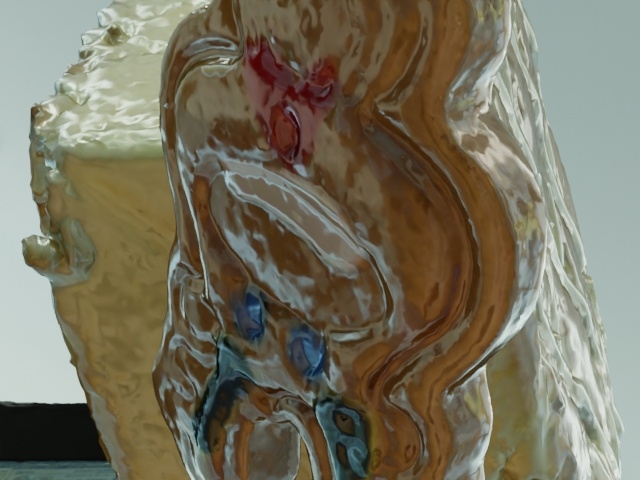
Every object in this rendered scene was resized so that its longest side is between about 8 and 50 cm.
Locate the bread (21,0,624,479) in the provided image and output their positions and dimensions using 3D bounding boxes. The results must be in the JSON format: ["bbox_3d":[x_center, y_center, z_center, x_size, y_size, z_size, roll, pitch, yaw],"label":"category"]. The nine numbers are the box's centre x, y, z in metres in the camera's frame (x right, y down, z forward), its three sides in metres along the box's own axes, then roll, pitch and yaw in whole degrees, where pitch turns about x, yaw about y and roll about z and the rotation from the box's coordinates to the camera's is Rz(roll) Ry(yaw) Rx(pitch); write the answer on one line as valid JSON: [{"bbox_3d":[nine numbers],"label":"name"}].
[{"bbox_3d":[0.022,0.016,1.001,0.279,0.371,0.390,-12,-63,14],"label":"bread"}]

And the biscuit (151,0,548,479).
[{"bbox_3d":[0.000,0.000,0.633,0.202,0.047,0.333,34,-51,38],"label":"biscuit"}]

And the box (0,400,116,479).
[{"bbox_3d":[-0.300,0.186,1.115,0.350,0.058,0.211,5,-41,-37],"label":"box"}]
